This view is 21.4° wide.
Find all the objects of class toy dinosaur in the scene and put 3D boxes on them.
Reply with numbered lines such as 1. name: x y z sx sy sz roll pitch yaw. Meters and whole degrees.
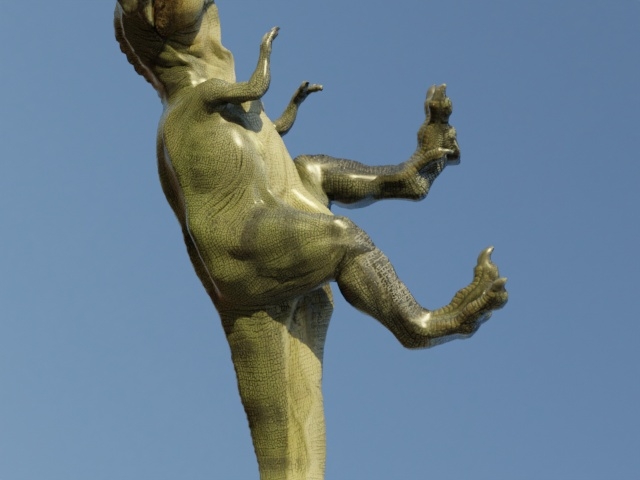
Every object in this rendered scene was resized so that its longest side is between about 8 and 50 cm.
1. toy dinosaur: 0.000 0.000 0.614 0.064 0.118 0.268 84 -7 -75
